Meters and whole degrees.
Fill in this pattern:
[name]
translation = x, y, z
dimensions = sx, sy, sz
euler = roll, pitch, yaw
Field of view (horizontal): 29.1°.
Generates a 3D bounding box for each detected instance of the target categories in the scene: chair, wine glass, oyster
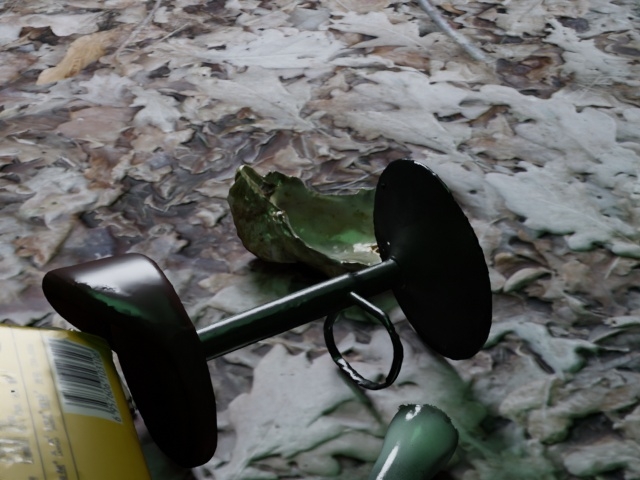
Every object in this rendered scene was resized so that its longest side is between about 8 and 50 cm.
[chair]
translation = -0.054, 0.077, 1.227
dimensions = 0.401, 0.227, 0.226
euler = -18, 37, -23
[wine glass]
translation = 0.068, 0.221, 1.140
dimensions = 0.072, 0.072, 0.155
euler = 15, 38, 23
[oyster]
translation = -0.005, -0.010, 1.485
dimensions = 0.232, 0.107, 0.161
euler = 22, 31, 2

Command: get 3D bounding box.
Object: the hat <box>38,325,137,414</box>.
[hat]
translation = -0.265, 0.147, 1.226
dimensions = 0.147, 0.085, 0.175
euler = 5, 14, 4

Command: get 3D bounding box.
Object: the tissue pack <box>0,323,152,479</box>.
[tissue pack]
translation = -0.274, 0.247, 0.932
dimensions = 0.293, 0.228, 0.382
euler = 10, 27, -27
